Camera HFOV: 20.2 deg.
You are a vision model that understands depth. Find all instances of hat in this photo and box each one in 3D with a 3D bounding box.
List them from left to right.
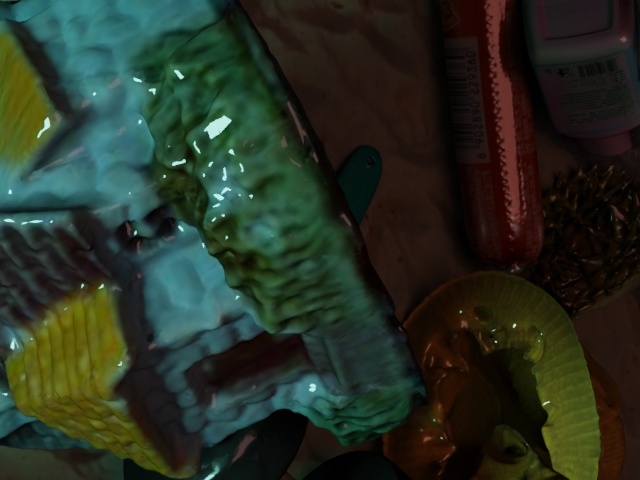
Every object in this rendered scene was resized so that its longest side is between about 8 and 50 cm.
[{"bbox_3d":[0.208,0.173,1.557,0.233,0.244,0.233,23,88,-47],"label":"hat"}]

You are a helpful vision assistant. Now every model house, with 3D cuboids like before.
[{"bbox_3d":[-0.155,0.020,1.185,0.339,0.297,0.360,-26,147,-2],"label":"model house"}]

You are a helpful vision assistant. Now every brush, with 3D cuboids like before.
[{"bbox_3d":[0.000,0.000,1.495,0.043,0.032,0.193,41,59,-25],"label":"brush"}]

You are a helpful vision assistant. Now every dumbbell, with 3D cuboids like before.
[{"bbox_3d":[-0.031,0.196,1.409,0.218,0.152,0.152,44,70,-29],"label":"dumbbell"}]

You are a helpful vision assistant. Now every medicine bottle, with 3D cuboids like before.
[{"bbox_3d":[0.237,-0.157,1.565,0.188,0.094,0.119,60,26,-55],"label":"medicine bottle"}]

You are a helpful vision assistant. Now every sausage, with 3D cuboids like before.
[{"bbox_3d":[0.152,-0.094,1.559,0.074,0.074,0.274,-12,99,-33],"label":"sausage"}]

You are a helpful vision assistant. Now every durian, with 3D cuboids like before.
[{"bbox_3d":[0.284,0.010,1.647,0.252,0.144,0.139,-29,131,-35],"label":"durian"}]

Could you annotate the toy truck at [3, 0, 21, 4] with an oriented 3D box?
[{"bbox_3d":[-0.213,-0.142,1.314,0.088,0.074,0.202,21,81,-43],"label":"toy truck"}]
